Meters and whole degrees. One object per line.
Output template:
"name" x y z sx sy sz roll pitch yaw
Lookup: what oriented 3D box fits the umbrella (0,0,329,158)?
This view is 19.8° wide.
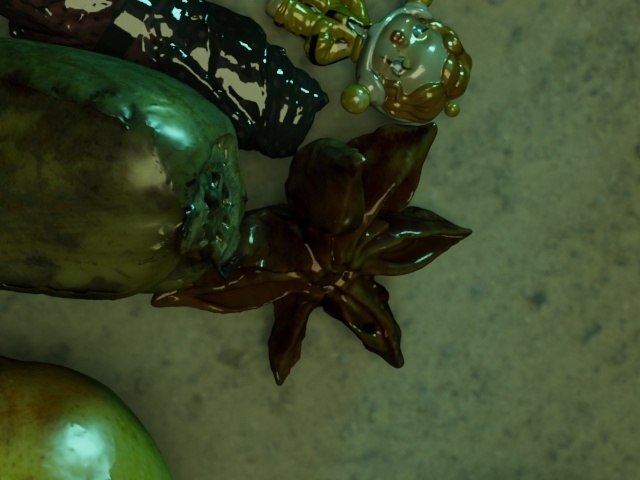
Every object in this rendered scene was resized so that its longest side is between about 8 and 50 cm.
"umbrella" -0.145 -0.155 1.200 0.326 0.094 0.090 31 138 -12

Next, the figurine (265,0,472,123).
"figurine" 0.031 -0.129 1.235 0.143 0.068 0.101 8 72 -7

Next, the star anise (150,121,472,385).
"star anise" 0.003 -0.001 1.224 0.212 0.111 0.196 14 130 -28

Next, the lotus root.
"lotus root" -0.178 -0.048 1.152 0.274 0.152 0.160 9 109 20

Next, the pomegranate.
"pomegranate" -0.213 0.199 1.175 0.260 0.260 0.260 -1 99 -6
